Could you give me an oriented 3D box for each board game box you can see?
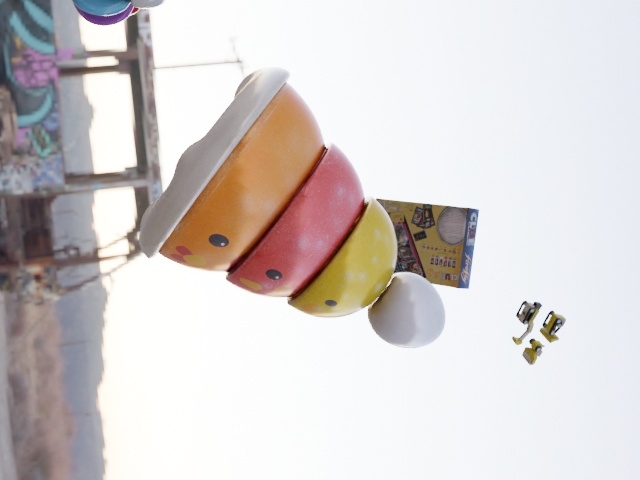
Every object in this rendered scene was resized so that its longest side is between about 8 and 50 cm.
[{"bbox_3d":[0.209,0.003,2.044,0.243,0.042,0.165,9,-87,43],"label":"board game box"}]

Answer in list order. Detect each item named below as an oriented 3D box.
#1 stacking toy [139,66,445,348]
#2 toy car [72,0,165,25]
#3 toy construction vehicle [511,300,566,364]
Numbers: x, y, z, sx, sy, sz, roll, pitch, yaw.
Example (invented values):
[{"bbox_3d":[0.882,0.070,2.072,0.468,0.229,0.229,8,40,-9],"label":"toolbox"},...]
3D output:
[{"bbox_3d":[0.000,0.000,1.500,0.350,0.480,0.350,-53,-174,7],"label":"stacking toy"},{"bbox_3d":[-0.264,-0.342,1.259,0.136,0.159,0.182,-55,-173,24],"label":"toy car"},{"bbox_3d":[0.346,0.142,1.559,0.086,0.035,0.098,52,-52,50],"label":"toy construction vehicle"}]
